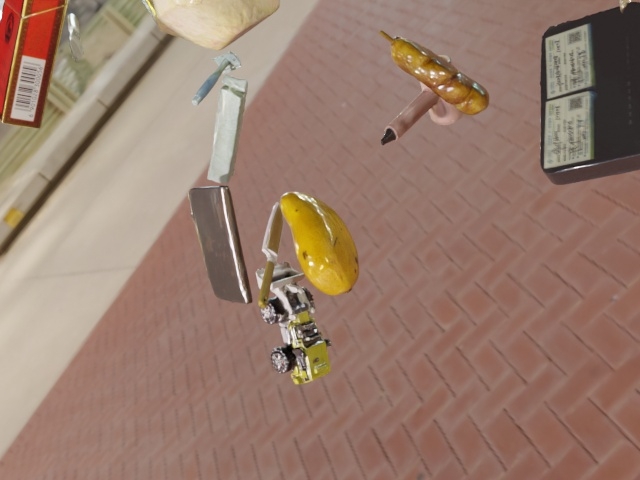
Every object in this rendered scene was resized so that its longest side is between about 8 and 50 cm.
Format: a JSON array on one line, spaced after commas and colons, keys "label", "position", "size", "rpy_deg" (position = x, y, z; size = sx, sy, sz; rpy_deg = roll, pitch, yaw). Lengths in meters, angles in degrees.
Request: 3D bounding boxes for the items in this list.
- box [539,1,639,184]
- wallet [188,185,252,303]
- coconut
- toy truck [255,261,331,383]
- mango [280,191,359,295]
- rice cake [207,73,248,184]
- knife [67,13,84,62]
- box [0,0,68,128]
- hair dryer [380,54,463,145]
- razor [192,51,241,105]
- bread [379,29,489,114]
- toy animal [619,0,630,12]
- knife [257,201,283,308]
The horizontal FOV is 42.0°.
[{"label": "box", "position": [0.525, -0.281, 1.591], "size": [0.211, 0.058, 0.350], "rpy_deg": [-11, 60, 36]}, {"label": "wallet", "position": [-0.252, 0.010, 2.128], "size": [0.042, 0.309, 0.165], "rpy_deg": [-21, 15, -37]}, {"label": "coconut", "position": [-0.200, -0.460, 1.438], "size": [0.259, 0.259, 0.259], "rpy_deg": [-38, 26, 22]}, {"label": "toy truck", "position": [-0.056, 0.189, 1.945], "size": [0.136, 0.285, 0.111], "rpy_deg": [-16, 0, -43]}, {"label": "mango", "position": [0.004, -0.001, 1.861], "size": [0.109, 0.262, 0.157], "rpy_deg": [-32, -9, 41]}, {"label": "rice cake", "position": [-0.235, -0.276, 2.109], "size": [0.336, 0.066, 0.063], "rpy_deg": [108, 180, -48]}, {"label": "knife", "position": [-0.441, -0.365, 1.509], "size": [0.017, 0.047, 0.298], "rpy_deg": [-22, 28, -6]}, {"label": "box", "position": [-0.471, -0.316, 1.335], "size": [0.153, 0.074, 0.239], "rpy_deg": [43, 119, 55]}, {"label": "hair dryer", "position": [0.275, -0.360, 2.372], "size": [0.107, 0.189, 0.344], "rpy_deg": [17, 51, 42]}, {"label": "razor", "position": [-0.219, -0.320, 1.684], "size": [0.068, 0.040, 0.135], "rpy_deg": [-7, 44, 46]}, {"label": "bread", "position": [0.293, -0.444, 2.194], "size": [0.084, 0.344, 0.124], "rpy_deg": [-55, 1, 20]}, {"label": "toy animal", "position": [0.509, -0.430, 1.239], "size": [0.094, 0.214, 0.186], "rpy_deg": [21, 98, 26]}, {"label": "knife", "position": [-0.099, 0.023, 1.679], "size": [0.022, 0.046, 0.256], "rpy_deg": [-19, 44, 31]}]
